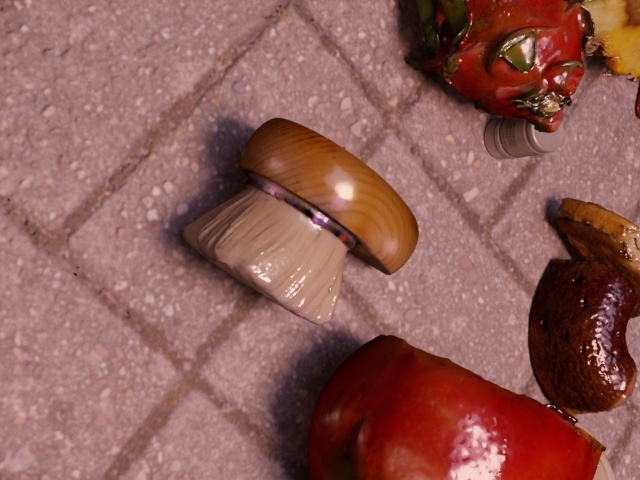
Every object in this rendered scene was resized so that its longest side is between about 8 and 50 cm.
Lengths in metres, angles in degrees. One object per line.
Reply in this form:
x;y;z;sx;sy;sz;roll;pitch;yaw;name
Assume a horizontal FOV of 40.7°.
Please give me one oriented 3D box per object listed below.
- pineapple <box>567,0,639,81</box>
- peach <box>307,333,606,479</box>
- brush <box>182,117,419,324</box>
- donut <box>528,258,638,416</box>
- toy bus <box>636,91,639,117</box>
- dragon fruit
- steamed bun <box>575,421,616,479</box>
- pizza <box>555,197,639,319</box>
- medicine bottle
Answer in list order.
0.381;-0.323;1.196;0.164;0.140;0.250;-28;128;2;pineapple
0.160;0.227;0.952;0.338;0.281;0.281;-9;93;-27;peach
0.000;0.000;0.936;0.266;0.174;0.166;34;84;-42;brush
0.355;0.135;1.161;0.144;0.126;0.187;34;71;-18;donut
0.564;-0.193;1.324;0.174;0.079;0.077;21;86;-29;toy bus
0.197;-0.251;1.034;0.269;0.198;0.200;33;30;-24;dragon fruit
0.316;0.317;1.135;0.182;0.106;0.183;0;90;-31;steamed bun
0.415;0.027;1.180;0.069;0.147;0.226;-46;110;-11;pizza
0.265;-0.138;1.130;0.058;0.091;0.058;1;87;-31;medicine bottle
